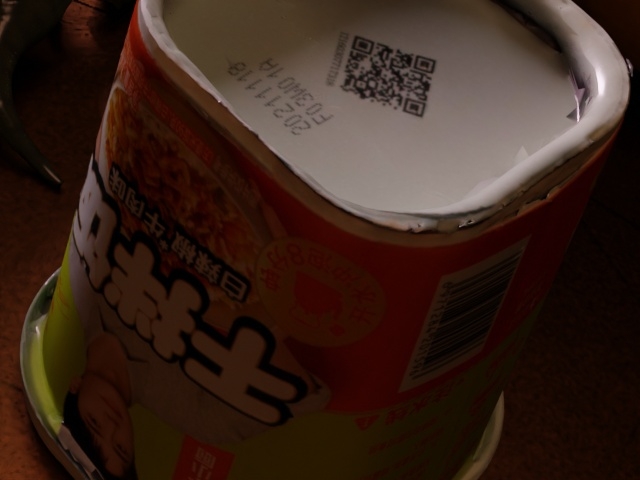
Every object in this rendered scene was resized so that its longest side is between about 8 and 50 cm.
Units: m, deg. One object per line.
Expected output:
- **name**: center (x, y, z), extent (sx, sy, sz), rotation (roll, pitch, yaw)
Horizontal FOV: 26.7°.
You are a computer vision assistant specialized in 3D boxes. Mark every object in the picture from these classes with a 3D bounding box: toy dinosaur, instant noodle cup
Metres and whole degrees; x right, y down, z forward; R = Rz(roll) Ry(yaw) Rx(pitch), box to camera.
- **toy dinosaur**: center (-0.170, -0.152, 0.922), extent (0.179, 0.087, 0.187), rotation (42, 54, 19)
- **instant noodle cup**: center (0.000, 0.000, 0.709), extent (0.294, 0.308, 0.294), rotation (9, 50, -11)

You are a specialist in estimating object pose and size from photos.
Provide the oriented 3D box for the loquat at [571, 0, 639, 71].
- **loquat**: center (0.297, -0.234, 1.041), extent (0.244, 0.244, 0.244), rotation (8, 51, -10)
